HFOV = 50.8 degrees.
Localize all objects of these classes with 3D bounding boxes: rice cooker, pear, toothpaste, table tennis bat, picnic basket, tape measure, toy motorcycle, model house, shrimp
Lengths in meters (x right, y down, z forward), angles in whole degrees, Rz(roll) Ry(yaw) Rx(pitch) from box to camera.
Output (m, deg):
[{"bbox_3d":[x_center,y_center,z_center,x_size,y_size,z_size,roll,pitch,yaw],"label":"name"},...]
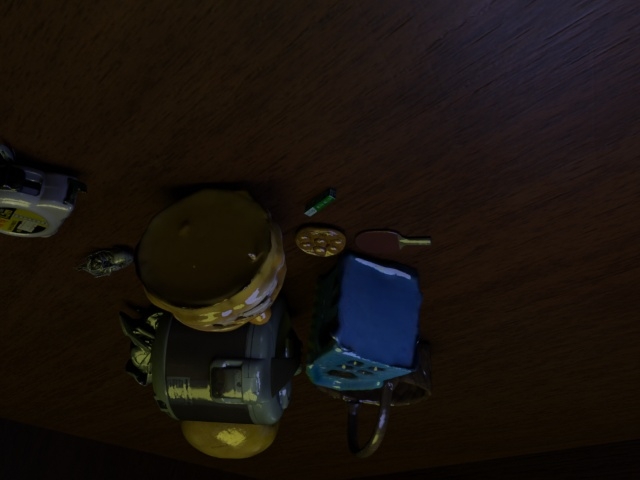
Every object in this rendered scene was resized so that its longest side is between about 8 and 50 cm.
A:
[{"bbox_3d":[-0.211,0.281,1.631,0.325,0.335,0.335,2,150,8],"label":"rice cooker"},{"bbox_3d":[-0.271,0.512,2.054,0.315,0.314,0.314,4,150,2],"label":"pear"},{"bbox_3d":[-0.001,-0.072,1.277,0.017,0.020,0.083,25,145,-26],"label":"toothpaste"},{"bbox_3d":[0.149,0.001,1.390,0.157,0.013,0.087,0,147,13],"label":"table tennis bat"},{"bbox_3d":[0.134,0.425,1.821,0.337,0.337,0.293,13,149,-13],"label":"picnic basket"},{"bbox_3d":[-0.565,-0.083,1.281,0.178,0.105,0.196,18,150,-35],"label":"tape measure"},{"bbox_3d":[-0.458,0.302,1.853,0.173,0.108,0.307,-8,127,-9],"label":"toy motorcycle"},{"bbox_3d":[0.075,0.196,1.519,0.216,0.237,0.303,16,150,-15],"label":"model house"},{"bbox_3d":[-0.500,0.052,1.540,0.165,0.056,0.065,-13,162,12],"label":"shrimp"}]

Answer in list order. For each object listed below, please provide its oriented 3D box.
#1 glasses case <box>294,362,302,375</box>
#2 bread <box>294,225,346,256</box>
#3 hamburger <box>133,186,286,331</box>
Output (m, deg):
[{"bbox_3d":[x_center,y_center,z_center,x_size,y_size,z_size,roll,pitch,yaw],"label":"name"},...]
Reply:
[{"bbox_3d":[-0.180,0.322,1.929,0.125,0.076,0.327,-14,144,33],"label":"glasses case"},{"bbox_3d":[0.000,0.000,1.397,0.110,0.024,0.110,3,149,2],"label":"bread"},{"bbox_3d":[-0.189,0.055,1.296,0.277,0.276,0.237,-1,152,11],"label":"hamburger"}]
